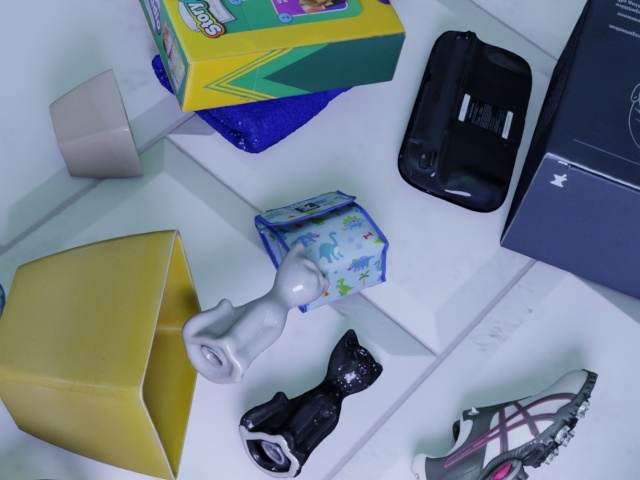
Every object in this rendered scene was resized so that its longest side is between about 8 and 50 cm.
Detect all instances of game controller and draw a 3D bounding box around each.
[{"bbox_3d":[0.220,-0.181,1.667,0.166,0.067,0.319,27,54,-10],"label":"game controller"}]

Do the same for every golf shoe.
[{"bbox_3d":[0.228,0.225,1.350,0.120,0.105,0.273,38,56,24],"label":"golf shoe"}]

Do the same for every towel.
[{"bbox_3d":[-0.067,-0.275,1.658,0.227,0.076,0.308,39,57,17],"label":"towel"}]

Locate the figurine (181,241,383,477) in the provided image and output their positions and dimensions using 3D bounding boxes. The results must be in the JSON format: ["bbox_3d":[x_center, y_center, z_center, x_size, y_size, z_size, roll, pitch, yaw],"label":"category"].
[{"bbox_3d":[-0.032,0.131,1.332,0.209,0.092,0.215,-40,107,-39],"label":"figurine"}]

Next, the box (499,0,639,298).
[{"bbox_3d":[0.458,-0.140,1.581,0.293,0.212,0.395,22,53,4],"label":"box"}]

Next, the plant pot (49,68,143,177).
[{"bbox_3d":[-0.302,-0.146,1.509,0.096,0.109,0.109,-16,59,-6],"label":"plant pot"}]

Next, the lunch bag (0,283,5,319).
[{"bbox_3d":[-0.468,0.095,1.260,0.219,0.090,0.176,24,46,-37],"label":"lunch bag"}]

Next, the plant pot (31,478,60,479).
[{"bbox_3d":[-0.281,0.347,1.121,0.201,0.201,0.180,11,39,-3],"label":"plant pot"}]

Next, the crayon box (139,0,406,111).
[{"bbox_3d":[-0.095,-0.365,1.608,0.313,0.106,0.363,-11,57,-19],"label":"crayon box"}]

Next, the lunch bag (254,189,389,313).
[{"bbox_3d":[0.000,0.000,1.473,0.128,0.096,0.151,-18,47,-19],"label":"lunch bag"}]

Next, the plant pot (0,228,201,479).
[{"bbox_3d":[-0.251,0.127,1.274,0.187,0.212,0.212,2,54,7],"label":"plant pot"}]
